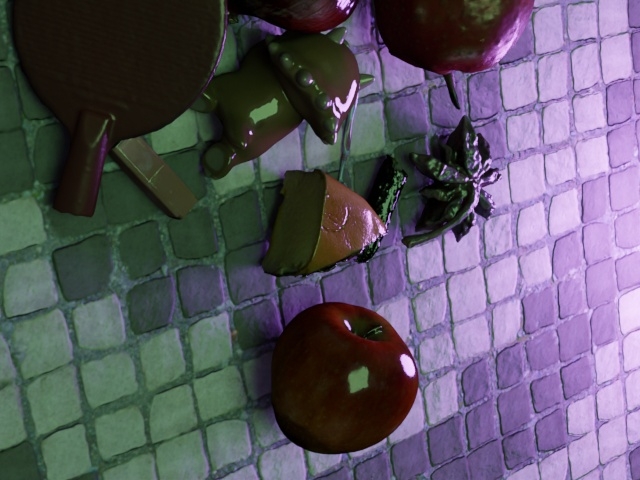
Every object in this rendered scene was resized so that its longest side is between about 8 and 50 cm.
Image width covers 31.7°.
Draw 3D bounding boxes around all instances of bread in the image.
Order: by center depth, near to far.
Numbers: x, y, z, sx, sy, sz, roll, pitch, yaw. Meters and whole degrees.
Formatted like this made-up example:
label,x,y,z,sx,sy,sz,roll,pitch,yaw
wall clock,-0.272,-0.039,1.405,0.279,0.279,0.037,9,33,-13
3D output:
label,x,y,z,sx,sy,sz,roll,pitch,yaw
bread,0.000,0.000,1.683,0.169,0.140,0.160,34,74,-35

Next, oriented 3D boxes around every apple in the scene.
label,x,y,z,sx,sy,sz,roll,pitch,yaw
apple,0.025,0.213,1.699,0.230,0.230,0.230,-7,103,-34

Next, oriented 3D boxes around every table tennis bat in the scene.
label,x,y,z,sx,sy,sz,roll,pitch,yaw
table tennis bat,-0.268,-0.228,1.440,0.268,0.051,0.415,15,105,-6

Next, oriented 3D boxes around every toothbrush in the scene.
label,x,y,z,sx,sy,sz,roll,pitch,yaw
toothbrush,0.043,-0.159,1.753,0.013,0.019,0.193,5,94,-35

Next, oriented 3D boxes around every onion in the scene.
label,x,y,z,sx,sy,sz,roll,pitch,yaw
onion,-0.080,-0.376,1.501,0.195,0.272,0.272,-36,121,6

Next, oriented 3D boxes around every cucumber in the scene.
label,x,y,z,sx,sy,sz,roll,pitch,yaw
cucumber,0.092,-0.047,1.790,0.053,0.053,0.182,24,86,-36

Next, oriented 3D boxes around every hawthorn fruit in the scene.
label,x,y,z,sx,sy,sz,roll,pitch,yaw
hawthorn fruit,0.206,-0.347,1.695,0.254,0.254,0.300,-21,113,-30

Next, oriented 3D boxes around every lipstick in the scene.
label,x,y,z,sx,sy,sz,roll,pitch,yaw
lipstick,-0.234,-0.092,1.553,0.045,0.045,0.145,-51,122,-15

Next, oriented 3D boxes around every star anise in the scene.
label,x,y,z,sx,sy,sz,roll,pitch,yaw
star anise,0.222,-0.082,1.849,0.209,0.089,0.231,21,83,-35

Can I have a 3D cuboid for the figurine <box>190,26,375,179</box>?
label,x,y,z,sx,sy,sz,roll,pitch,yaw
figurine,-0.047,-0.202,1.585,0.247,0.173,0.177,-27,114,-29
